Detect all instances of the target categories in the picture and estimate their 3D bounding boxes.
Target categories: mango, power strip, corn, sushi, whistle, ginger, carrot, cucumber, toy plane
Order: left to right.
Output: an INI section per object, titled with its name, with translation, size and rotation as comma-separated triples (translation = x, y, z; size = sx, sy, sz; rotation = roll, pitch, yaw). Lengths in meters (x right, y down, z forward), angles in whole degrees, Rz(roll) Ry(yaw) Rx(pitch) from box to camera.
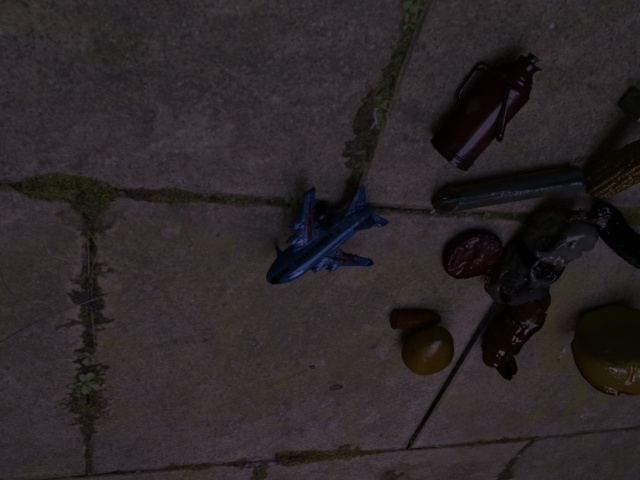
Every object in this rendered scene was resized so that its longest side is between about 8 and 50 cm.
[toy plane]
translation = 0.000, 0.000, 1.268
size = 0.271, 0.105, 0.254
rotation = -29, 133, 12
[carrot]
translation = 0.244, 0.196, 1.571
size = 0.139, 0.048, 0.048
rotation = -1, 132, -20
[mango]
translation = 0.282, 0.278, 1.606
size = 0.137, 0.098, 0.195
rotation = 1, 143, -13
[whistle]
translation = 0.397, -0.108, 1.322
size = 0.326, 0.057, 0.068
rotation = -10, 176, -8
[ginger]
translation = 0.509, 0.251, 1.664
size = 0.132, 0.107, 0.310
rotation = -8, 135, -33
[sushi]
translation = 0.514, 0.036, 1.444
size = 0.124, 0.130, 0.332
rotation = 10, 126, -30
[cucumber]
translation = 0.724, -0.013, 1.506
size = 0.303, 0.072, 0.081
rotation = 28, 121, -35
[corn]
translation = 0.649, -0.163, 1.271
size = 0.086, 0.087, 0.288
rotation = 4, 161, -21
[power strip]
translation = 0.714, -0.232, 1.294
size = 0.272, 0.078, 0.052
rotation = 21, 122, -32

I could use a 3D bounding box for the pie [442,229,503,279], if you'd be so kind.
[pie]
translation = 0.356, 0.035, 1.459
size = 0.154, 0.036, 0.155
rotation = -9, 134, -9

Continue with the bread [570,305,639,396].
[bread]
translation = 0.824, 0.299, 1.698
size = 0.269, 0.270, 0.148
rotation = -14, 128, -5

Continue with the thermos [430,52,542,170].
[thermos]
translation = 0.308, -0.247, 1.148
size = 0.124, 0.099, 0.232
rotation = 39, 117, 2
